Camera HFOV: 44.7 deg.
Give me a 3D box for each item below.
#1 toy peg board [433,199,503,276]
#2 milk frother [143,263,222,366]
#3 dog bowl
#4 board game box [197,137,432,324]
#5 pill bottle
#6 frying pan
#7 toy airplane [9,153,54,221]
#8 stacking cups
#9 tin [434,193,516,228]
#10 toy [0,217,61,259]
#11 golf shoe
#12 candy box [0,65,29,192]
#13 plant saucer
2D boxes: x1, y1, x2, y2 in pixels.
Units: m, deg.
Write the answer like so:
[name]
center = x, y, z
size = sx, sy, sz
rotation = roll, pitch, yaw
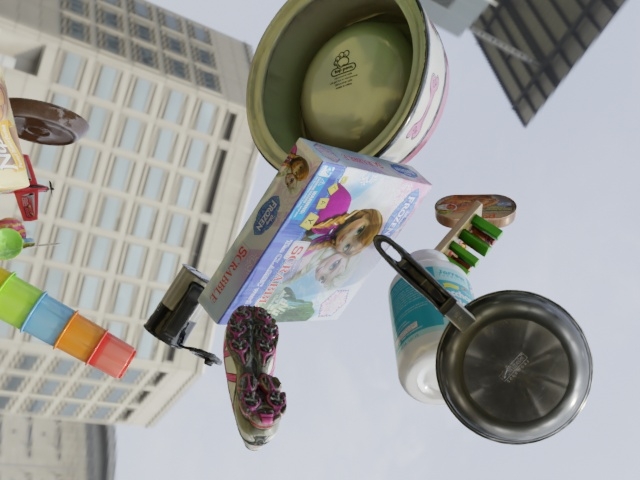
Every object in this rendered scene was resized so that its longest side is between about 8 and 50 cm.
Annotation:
[toy peg board]
center = 0.293, 0.031, 1.562
size = 0.079, 0.160, 0.161
rotation = 37, -104, 22
[milk frother]
center = -0.218, 0.139, 1.400
size = 0.134, 0.143, 0.129
rotation = -57, -150, 0
[dog bowl]
center = 0.058, -0.291, 1.457
size = 0.408, 0.150, 0.408
rotation = -9, -105, 36
[board game box]
center = 0.000, 0.000, 1.282
size = 0.066, 0.318, 0.318
rotation = 47, -65, 30
[pill bottle]
center = 0.188, 0.130, 1.285
size = 0.146, 0.146, 0.264
rotation = -51, -156, 31
[frying pan]
center = 0.218, 0.102, 0.988
size = 0.197, 0.053, 0.326
rotation = -25, -95, 7
[toy airplane]
center = -0.570, -0.091, 1.436
size = 0.028, 0.151, 0.151
rotation = 128, -38, -50
[stacking cups]
center = -0.468, 0.137, 1.344
size = 0.096, 0.316, 0.096
rotation = -59, -173, 11
[tin]
center = 0.364, -0.067, 1.832
size = 0.106, 0.190, 0.040
rotation = -75, 163, -58
[toy]
center = -0.469, -0.003, 1.125
size = 0.237, 0.137, 0.056
rotation = 3, -79, 61
[golf shoe]
center = -0.086, 0.159, 0.929
size = 0.186, 0.067, 0.086
rotation = -99, -157, -46
[candy box]
center = -0.568, -0.130, 1.096
size = 0.316, 0.087, 0.183
rotation = -11, -86, 27
[plant saucer]
center = -0.492, -0.202, 1.358
size = 0.168, 0.168, 0.029
rotation = -13, -114, 53
